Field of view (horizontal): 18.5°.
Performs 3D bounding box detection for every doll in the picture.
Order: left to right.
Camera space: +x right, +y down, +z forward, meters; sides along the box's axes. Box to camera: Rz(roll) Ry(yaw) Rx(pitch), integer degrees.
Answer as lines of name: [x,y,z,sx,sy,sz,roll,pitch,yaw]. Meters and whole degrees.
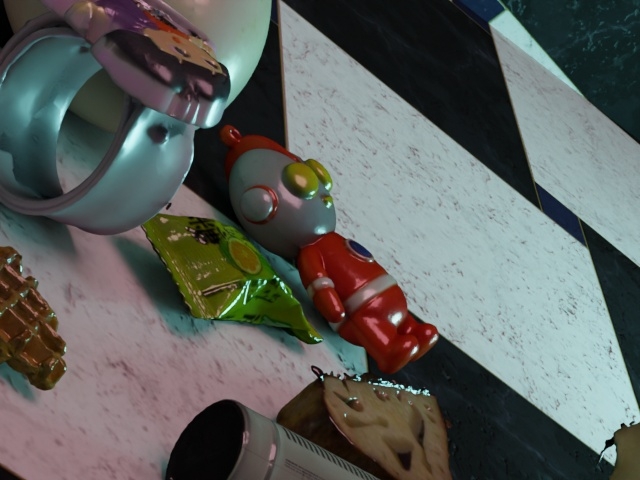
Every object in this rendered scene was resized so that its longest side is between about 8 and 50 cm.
doll: [0.000,0.000,2.186,0.336,0.105,0.200,50,21,9]

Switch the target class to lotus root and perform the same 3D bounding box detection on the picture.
lotus root: [0.063,0.209,1.965,0.260,0.074,0.170,21,33,-51]

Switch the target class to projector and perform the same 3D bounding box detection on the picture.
projector: [0.021,0.253,1.752,0.337,0.108,0.108,32,24,-33]

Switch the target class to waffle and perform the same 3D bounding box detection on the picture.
waffle: [-0.296,0.039,1.633,0.192,0.046,0.161,28,26,-37]

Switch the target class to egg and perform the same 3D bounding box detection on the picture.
egg: [-0.190,-0.257,2.066,0.283,0.283,0.345,25,41,-43]

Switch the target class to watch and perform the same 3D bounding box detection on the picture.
watch: [-0.210,-0.115,1.809,0.196,0.231,0.244,23,18,-51]

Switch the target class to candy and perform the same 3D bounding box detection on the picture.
candy: [-0.091,0.034,2.004,0.149,0.069,0.246,53,21,25]

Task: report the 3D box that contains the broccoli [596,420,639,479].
broccoli: [0.388,0.338,2.166,0.180,0.242,0.273,59,19,-30]
